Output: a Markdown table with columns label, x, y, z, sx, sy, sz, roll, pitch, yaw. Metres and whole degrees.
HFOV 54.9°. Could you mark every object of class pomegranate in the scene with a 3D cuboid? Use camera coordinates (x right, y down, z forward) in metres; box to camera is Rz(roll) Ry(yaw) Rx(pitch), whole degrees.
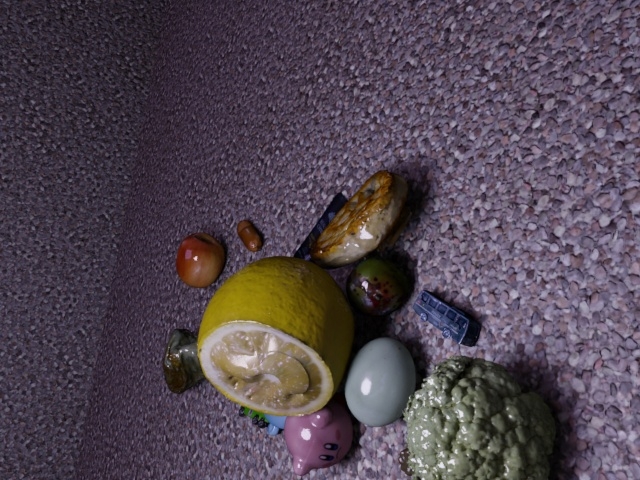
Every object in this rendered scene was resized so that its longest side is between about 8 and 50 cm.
| label | x | y | z | sx | sy | sz | roll | pitch | yaw |
| --- | --- | --- | --- | --- | --- | --- | --- | --- | --- |
| pomegranate | 0.120 | 0.101 | 1.434 | 0.169 | 0.148 | 0.148 | 34 | 105 | 61 |

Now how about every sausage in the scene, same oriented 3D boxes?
| label | x | y | z | sx | sy | sz | roll | pitch | yaw |
| --- | --- | --- | --- | --- | --- | --- | --- | --- | --- |
| sausage | -0.236 | -0.013 | 2.045 | 0.062 | 0.054 | 0.183 | -38 | 36 | -4 |

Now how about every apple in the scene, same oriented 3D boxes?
| label | x | y | z | sx | sy | sz | roll | pitch | yaw |
| --- | --- | --- | --- | --- | --- | --- | --- | --- | --- |
| apple | -0.426 | 0.074 | 2.183 | 0.199 | 0.199 | 0.199 | -25 | 58 | 48 |

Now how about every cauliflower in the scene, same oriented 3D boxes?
| label | x | y | z | sx | sy | sz | roll | pitch | yaw |
| --- | --- | --- | --- | --- | --- | --- | --- | --- | --- |
| cauliflower | 0.259 | 0.345 | 1.087 | 0.275 | 0.272 | 0.250 | -63 | 3 | -7 |

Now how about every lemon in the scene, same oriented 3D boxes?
| label | x | y | z | sx | sy | sz | roll | pitch | yaw |
| --- | --- | --- | --- | --- | --- | --- | --- | --- | --- |
| lemon | -0.088 | 0.193 | 1.411 | 0.364 | 0.364 | 0.364 | -25 | 58 | 48 |

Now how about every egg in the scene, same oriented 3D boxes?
| label | x | y | z | sx | sy | sz | roll | pitch | yaw |
| --- | --- | --- | --- | --- | --- | --- | --- | --- | --- |
| egg | 0.130 | 0.303 | 1.327 | 0.149 | 0.149 | 0.192 | 7 | 77 | 55 |

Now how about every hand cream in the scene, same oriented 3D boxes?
| label | x | y | z | sx | sy | sz | roll | pitch | yaw |
| --- | --- | --- | --- | --- | --- | --- | --- | --- | --- |
| hand cream | 0.000 | 0.000 | 1.718 | 0.270 | 0.061 | 0.120 | -54 | 34 | 16 |

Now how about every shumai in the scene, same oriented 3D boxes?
| label | x | y | z | sx | sy | sz | roll | pitch | yaw |
| --- | --- | --- | --- | --- | --- | --- | --- | --- | --- |
| shumai | -0.409 | 0.411 | 2.085 | 0.272 | 0.203 | 0.222 | 98 | 178 | -74 |

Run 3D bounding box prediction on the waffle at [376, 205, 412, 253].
| label | x | y | z | sx | sy | sz | roll | pitch | yaw |
| --- | --- | --- | --- | --- | --- | --- | --- | --- | --- |
| waffle | 0.168 | -0.034 | 1.513 | 0.135 | 0.021 | 0.092 | -61 | 37 | 19 |

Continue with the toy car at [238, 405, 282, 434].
| label | x | y | z | sx | sy | sz | roll | pitch | yaw |
| --- | --- | --- | --- | --- | --- | --- | --- | --- | --- |
| toy car | -0.166 | 0.493 | 1.744 | 0.165 | 0.071 | 0.062 | 4 | 66 | 55 |

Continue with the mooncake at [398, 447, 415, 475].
| label | x | y | z | sx | sy | sz | roll | pitch | yaw |
| --- | --- | --- | --- | --- | --- | --- | --- | --- | --- |
| mooncake | 0.219 | 0.578 | 1.193 | 0.347 | 0.057 | 0.150 | -117 | 39 | -52 |

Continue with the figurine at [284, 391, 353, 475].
| label | x | y | z | sx | sy | sz | roll | pitch | yaw |
| --- | --- | --- | --- | --- | --- | --- | --- | --- | --- |
| figurine | -0.005 | 0.449 | 1.446 | 0.173 | 0.173 | 0.173 | -25 | 58 | 48 |

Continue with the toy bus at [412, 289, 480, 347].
| label | x | y | z | sx | sy | sz | roll | pitch | yaw |
| --- | --- | --- | --- | --- | --- | --- | --- | --- | --- |
| toy bus | 0.261 | 0.161 | 1.288 | 0.166 | 0.047 | 0.065 | 35 | 102 | 54 |

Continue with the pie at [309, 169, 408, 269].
| label | x | y | z | sx | sy | sz | roll | pitch | yaw |
| --- | --- | --- | --- | --- | --- | --- | --- | --- | --- |
| pie | 0.100 | -0.052 | 1.473 | 0.315 | 0.092 | 0.315 | -48 | 13 | 14 |

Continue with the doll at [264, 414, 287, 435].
| label | x | y | z | sx | sy | sz | roll | pitch | yaw |
| --- | --- | --- | --- | --- | --- | --- | --- | --- | --- |
| doll | -0.070 | 0.356 | 1.598 | 0.177 | 0.141 | 0.314 | 16 | 85 | 62 |
